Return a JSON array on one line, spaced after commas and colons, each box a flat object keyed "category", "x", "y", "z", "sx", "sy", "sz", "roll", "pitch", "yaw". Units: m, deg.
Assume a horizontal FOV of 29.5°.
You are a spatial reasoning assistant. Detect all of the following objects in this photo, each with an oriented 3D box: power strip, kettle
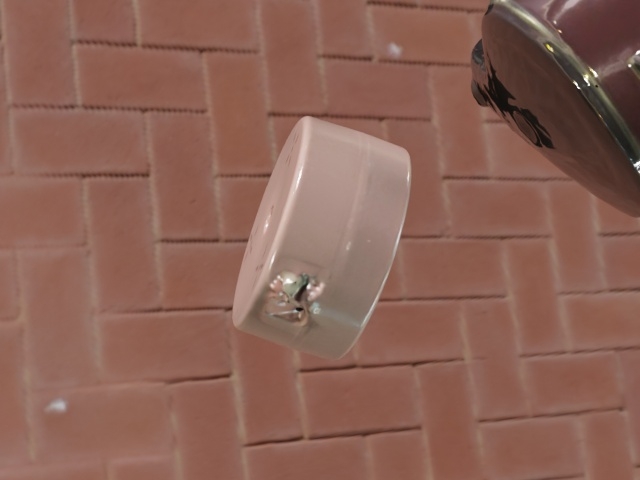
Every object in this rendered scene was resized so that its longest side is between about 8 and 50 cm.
[{"category": "power strip", "x": 0.000, "y": 0.000, "z": 0.801, "sx": 0.078, "sy": 0.154, "sz": 0.154, "roll": 19, "pitch": 70, "yaw": -10}, {"category": "kettle", "x": 0.167, "y": -0.121, "z": 0.484, "sx": 0.232, "sy": 0.202, "sz": 0.144, "roll": -36, "pitch": 114, "yaw": -1}]
